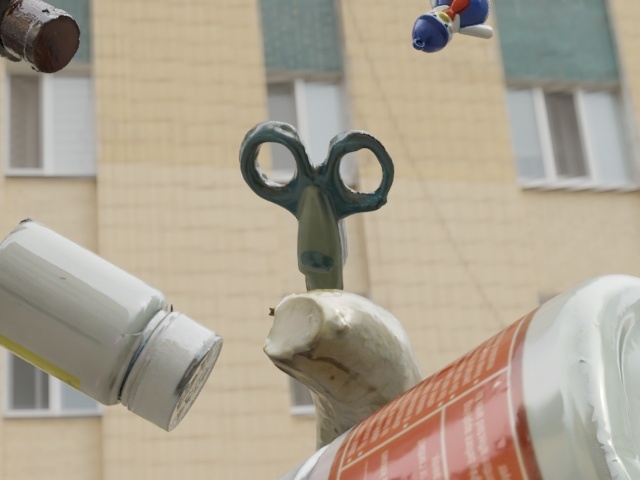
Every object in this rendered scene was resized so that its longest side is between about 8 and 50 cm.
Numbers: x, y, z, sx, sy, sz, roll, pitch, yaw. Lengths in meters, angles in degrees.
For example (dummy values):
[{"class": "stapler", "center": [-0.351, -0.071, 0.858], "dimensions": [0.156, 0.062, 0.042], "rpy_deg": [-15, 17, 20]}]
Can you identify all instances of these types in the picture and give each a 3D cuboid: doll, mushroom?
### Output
[{"class": "doll", "center": [0.143, -0.248, 1.773], "dimensions": [0.099, 0.143, 0.058], "rpy_deg": [43, -35, 5]}, {"class": "mushroom", "center": [0.033, 0.143, 1.393], "dimensions": [0.122, 0.095, 0.351], "rpy_deg": [-29, -35, -7]}]

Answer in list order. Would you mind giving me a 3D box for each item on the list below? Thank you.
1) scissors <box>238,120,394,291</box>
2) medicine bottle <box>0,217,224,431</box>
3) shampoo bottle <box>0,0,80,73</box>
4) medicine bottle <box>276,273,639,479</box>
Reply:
[{"class": "scissors", "center": [0.000, 0.000, 1.463], "dimensions": [0.138, 0.041, 0.289], "rpy_deg": [5, -42, 7]}, {"class": "medicine bottle", "center": [-0.245, 0.095, 1.767], "dimensions": [0.258, 0.143, 0.143], "rpy_deg": [28, -26, 7]}, {"class": "shampoo bottle", "center": [-0.418, -0.293, 1.906], "dimensions": [0.323, 0.084, 0.129], "rpy_deg": [29, -29, 32]}, {"class": "medicine bottle", "center": [0.124, 0.177, 0.840], "dimensions": [0.241, 0.252, 0.252], "rpy_deg": [-35, -38, 29]}]
